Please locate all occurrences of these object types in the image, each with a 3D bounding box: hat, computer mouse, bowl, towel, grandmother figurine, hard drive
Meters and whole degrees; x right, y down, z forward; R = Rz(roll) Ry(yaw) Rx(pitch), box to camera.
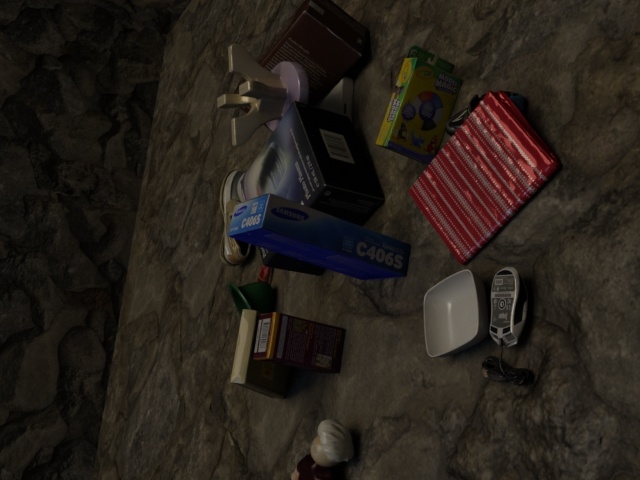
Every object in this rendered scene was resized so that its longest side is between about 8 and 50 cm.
[{"bbox_3d":[-0.137,0.146,2.098,0.209,0.183,0.173,67,161,-11],"label":"hat"},{"bbox_3d":[0.317,0.140,1.266,0.106,0.042,0.193,-8,74,65],"label":"computer mouse"},{"bbox_3d":[0.251,0.136,1.372,0.142,0.053,0.142,-38,43,48],"label":"bowl"},{"bbox_3d":[0.294,-0.114,1.399,0.275,0.031,0.199,-52,57,35],"label":"towel"},{"bbox_3d":[-0.021,0.533,1.594,0.208,0.104,0.343,36,109,52],"label":"grandmother figurine"},{"bbox_3d":[-0.013,-0.293,2.105,0.307,0.040,0.203,-31,49,51],"label":"hard drive"}]

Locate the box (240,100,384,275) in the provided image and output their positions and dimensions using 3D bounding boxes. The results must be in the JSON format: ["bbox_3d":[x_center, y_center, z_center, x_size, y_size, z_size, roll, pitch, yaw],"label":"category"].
[{"bbox_3d":[-0.034,-0.122,1.862,0.294,0.182,0.296,-52,42,35],"label":"box"}]

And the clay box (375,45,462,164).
[{"bbox_3d":[0.212,-0.284,1.599,0.053,0.127,0.222,27,99,61],"label":"clay box"}]

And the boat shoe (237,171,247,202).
[{"bbox_3d":[-0.181,-0.109,2.247,0.088,0.096,0.268,-43,41,36],"label":"boat shoe"}]

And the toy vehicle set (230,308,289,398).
[{"bbox_3d":[-0.132,0.274,1.803,0.035,0.267,0.166,3,72,19],"label":"toy vehicle set"}]

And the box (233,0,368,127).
[{"bbox_3d":[-0.063,-0.477,2.089,0.381,0.191,0.143,-38,26,42],"label":"box"}]

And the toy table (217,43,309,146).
[{"bbox_3d":[-0.152,-0.364,1.934,0.274,0.160,0.252,152,114,-64],"label":"toy table"}]

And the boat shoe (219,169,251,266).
[{"bbox_3d":[-0.242,-0.075,2.332,0.103,0.113,0.303,-18,69,55],"label":"boat shoe"}]

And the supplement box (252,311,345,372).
[{"bbox_3d":[-0.048,0.232,1.710,0.080,0.188,0.104,-16,61,56],"label":"supplement box"}]

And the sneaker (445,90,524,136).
[{"bbox_3d":[0.305,-0.249,1.465,0.188,0.078,0.067,-17,60,58],"label":"sneaker"}]

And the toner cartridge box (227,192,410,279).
[{"bbox_3d":[0.000,0.000,1.587,0.165,0.347,0.075,-12,63,58],"label":"toner cartridge box"}]
